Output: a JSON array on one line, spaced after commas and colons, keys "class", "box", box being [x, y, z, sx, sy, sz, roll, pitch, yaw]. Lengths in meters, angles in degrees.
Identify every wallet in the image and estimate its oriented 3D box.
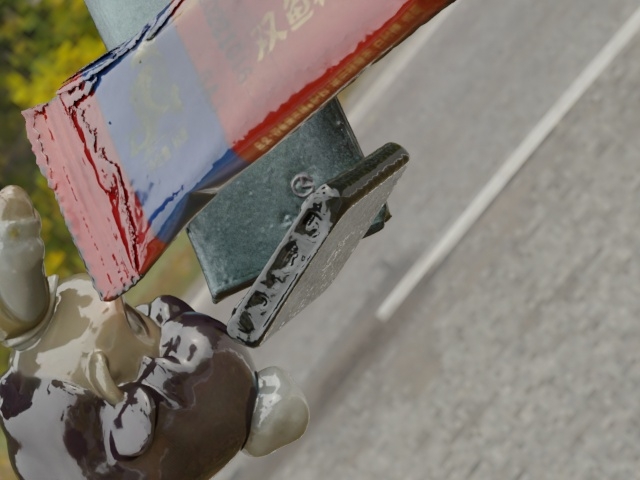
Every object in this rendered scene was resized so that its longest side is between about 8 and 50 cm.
[{"class": "wallet", "box": [-0.092, -0.150, 1.673, 0.190, 0.379, 0.046, -25, -1, 13]}]

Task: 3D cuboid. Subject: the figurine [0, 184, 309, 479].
[{"class": "figurine", "box": [-0.199, 0.061, 1.431, 0.218, 0.365, 0.206, -14, 24, 48]}]

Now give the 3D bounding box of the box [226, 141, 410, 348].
[{"class": "box", "box": [0.000, 0.000, 1.127, 0.126, 0.027, 0.125, -57, -10, 29]}]

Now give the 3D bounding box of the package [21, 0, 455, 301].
[{"class": "package", "box": [-0.020, -0.066, 0.592, 0.200, 0.022, 0.083, -38, 61, 26]}]
